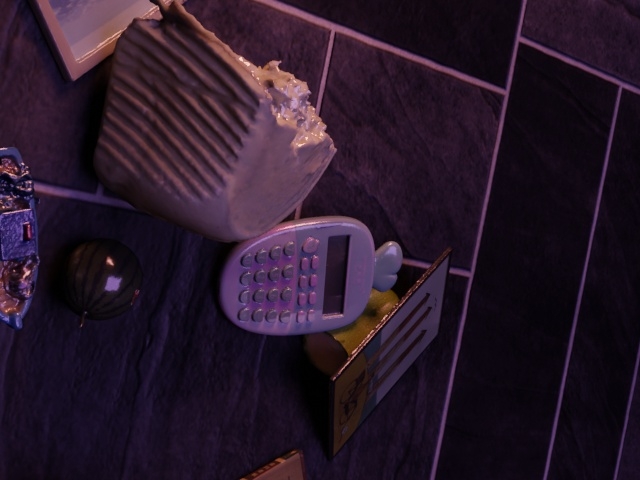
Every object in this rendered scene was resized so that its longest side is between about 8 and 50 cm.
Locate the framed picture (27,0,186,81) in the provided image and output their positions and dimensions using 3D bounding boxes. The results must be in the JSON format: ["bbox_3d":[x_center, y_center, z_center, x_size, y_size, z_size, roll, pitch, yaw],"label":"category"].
[{"bbox_3d":[-0.254,-0.395,1.687,0.335,0.022,0.247,-42,126,-33],"label":"framed picture"}]

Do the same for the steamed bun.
[{"bbox_3d":[-0.119,-0.140,1.699,0.272,0.290,0.274,7,111,-52],"label":"steamed bun"}]

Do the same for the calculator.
[{"bbox_3d":[-0.014,0.052,1.946,0.298,0.041,0.186,-8,115,-25],"label":"calculator"}]

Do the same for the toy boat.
[{"bbox_3d":[-0.379,-0.001,1.580,0.100,0.097,0.223,-14,107,-41],"label":"toy boat"}]

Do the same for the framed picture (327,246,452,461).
[{"bbox_3d":[0.111,0.184,2.110,0.324,0.013,0.244,-45,155,-30],"label":"framed picture"}]

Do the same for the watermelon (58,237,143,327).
[{"bbox_3d":[-0.287,0.060,1.676,0.105,0.105,0.133,58,40,-36],"label":"watermelon"}]

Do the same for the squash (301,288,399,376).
[{"bbox_3d":[0.063,0.130,2.074,0.188,0.095,0.095,-39,124,-38],"label":"squash"}]

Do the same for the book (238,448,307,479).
[{"bbox_3d":[-0.103,0.438,2.004,0.230,0.026,0.161,-23,114,-42],"label":"book"}]
